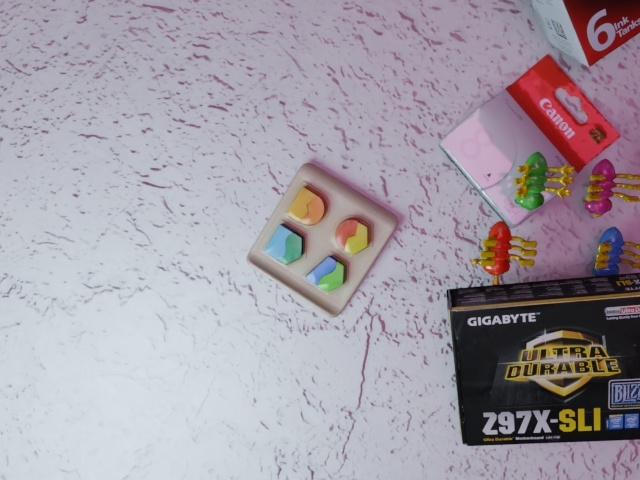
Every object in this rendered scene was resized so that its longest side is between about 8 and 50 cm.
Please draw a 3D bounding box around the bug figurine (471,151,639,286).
[{"bbox_3d":[0.376,-0.026,1.033,0.279,0.072,0.216,3,109,-10],"label":"bug figurine"}]

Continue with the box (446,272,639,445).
[{"bbox_3d":[0.369,0.190,1.030,0.322,0.079,0.256,-5,113,10],"label":"box"}]

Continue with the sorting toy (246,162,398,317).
[{"bbox_3d":[0.000,0.000,1.131,0.193,0.038,0.208,33,96,5],"label":"sorting toy"}]

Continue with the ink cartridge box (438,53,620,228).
[{"bbox_3d":[0.340,-0.163,1.075,0.232,0.066,0.189,-41,88,11],"label":"ink cartridge box"}]

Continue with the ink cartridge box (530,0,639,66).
[{"bbox_3d":[0.440,-0.458,0.942,0.310,0.130,0.272,-35,124,9],"label":"ink cartridge box"}]
